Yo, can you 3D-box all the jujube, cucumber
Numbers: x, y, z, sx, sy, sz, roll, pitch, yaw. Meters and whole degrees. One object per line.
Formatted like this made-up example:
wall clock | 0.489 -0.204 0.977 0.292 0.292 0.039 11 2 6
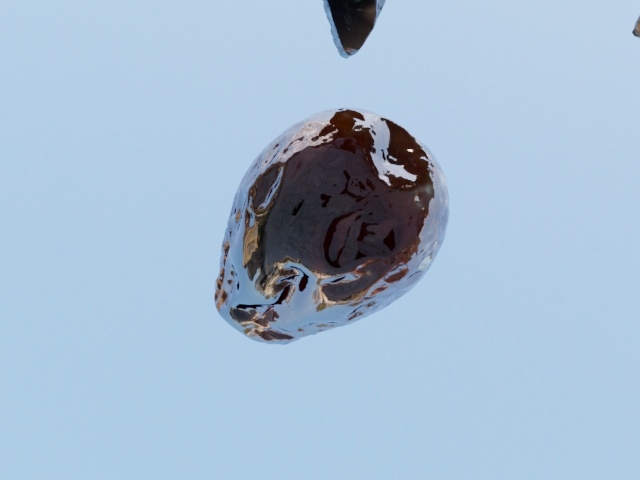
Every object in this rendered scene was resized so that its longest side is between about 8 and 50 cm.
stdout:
jujube | 0.000 0.000 0.986 0.168 0.168 0.236 42 -56 0
cucumber | 0.020 -0.229 0.984 0.070 0.220 0.046 -8 -126 13

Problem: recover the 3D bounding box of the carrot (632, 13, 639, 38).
carrot | 0.305 -0.215 0.651 0.336 0.069 0.069 -38 -89 36
